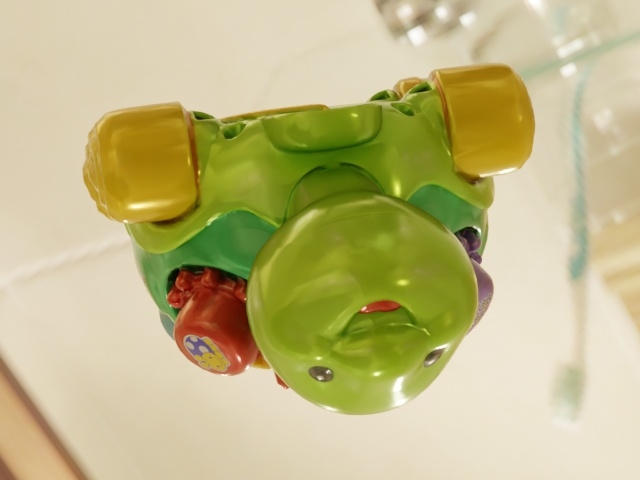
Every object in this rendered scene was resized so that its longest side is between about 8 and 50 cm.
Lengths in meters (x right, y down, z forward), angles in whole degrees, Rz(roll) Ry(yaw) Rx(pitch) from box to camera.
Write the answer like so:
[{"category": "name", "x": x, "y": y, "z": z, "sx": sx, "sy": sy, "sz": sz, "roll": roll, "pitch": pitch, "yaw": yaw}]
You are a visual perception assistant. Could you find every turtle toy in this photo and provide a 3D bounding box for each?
[{"category": "turtle toy", "x": 0.000, "y": 0.000, "z": 0.424, "sx": 0.095, "sy": 0.066, "sz": 0.130, "roll": -8, "pitch": -177, "yaw": -7}]
